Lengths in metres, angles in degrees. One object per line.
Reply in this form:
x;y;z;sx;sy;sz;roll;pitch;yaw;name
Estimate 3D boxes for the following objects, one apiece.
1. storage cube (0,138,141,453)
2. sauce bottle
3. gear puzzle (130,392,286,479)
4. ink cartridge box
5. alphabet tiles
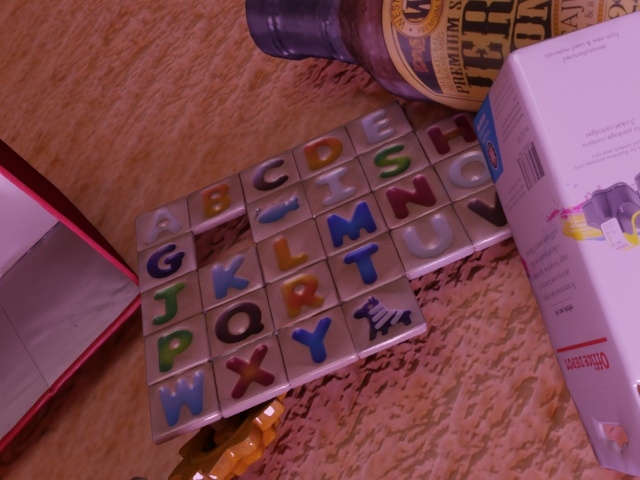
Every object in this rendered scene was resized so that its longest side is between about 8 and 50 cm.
-0.267;0.011;0.632;0.183;0.215;0.193;-47;41;-5;storage cube
0.101;-0.127;0.569;0.344;0.111;0.111;12;66;38;sauce bottle
-0.118;0.202;0.489;0.339;0.044;0.175;-53;16;-27;gear puzzle
0.132;0.007;0.427;0.062;0.104;0.181;-17;81;-2;ink cartridge box
0.000;0.000;0.574;0.237;0.009;0.198;-24;40;5;alphabet tiles
